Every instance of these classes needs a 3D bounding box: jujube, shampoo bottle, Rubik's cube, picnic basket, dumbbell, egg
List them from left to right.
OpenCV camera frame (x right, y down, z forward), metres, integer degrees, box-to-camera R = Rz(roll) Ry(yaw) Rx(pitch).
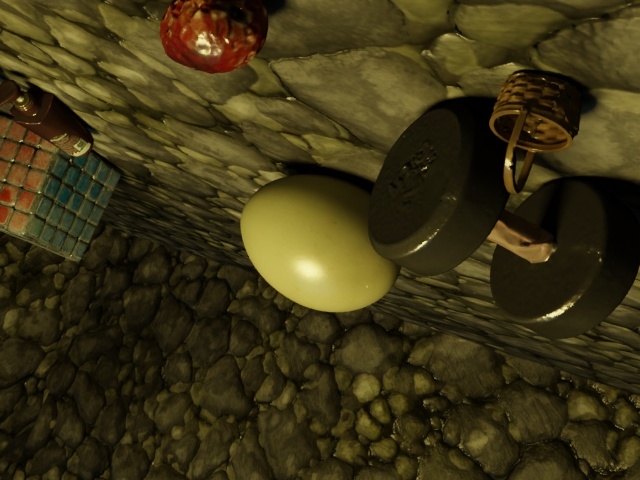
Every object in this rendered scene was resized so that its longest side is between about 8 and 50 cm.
[{"bbox_3d":[-0.625,-0.114,1.552,0.238,0.237,0.237,19,169,18],"label":"Rubik's cube"},{"bbox_3d":[-0.468,-0.207,1.206,0.067,0.068,0.236,21,170,13],"label":"shampoo bottle"},{"bbox_3d":[-0.092,-0.174,0.581,0.077,0.077,0.129,26,178,-28],"label":"jujube"},{"bbox_3d":[0.000,0.000,0.999,0.242,0.186,0.186,29,173,19],"label":"egg"},{"bbox_3d":[0.167,-0.014,0.657,0.218,0.152,0.152,25,170,-23],"label":"dumbbell"},{"bbox_3d":[0.157,-0.077,0.534,0.072,0.083,0.072,22,170,4],"label":"picnic basket"}]
